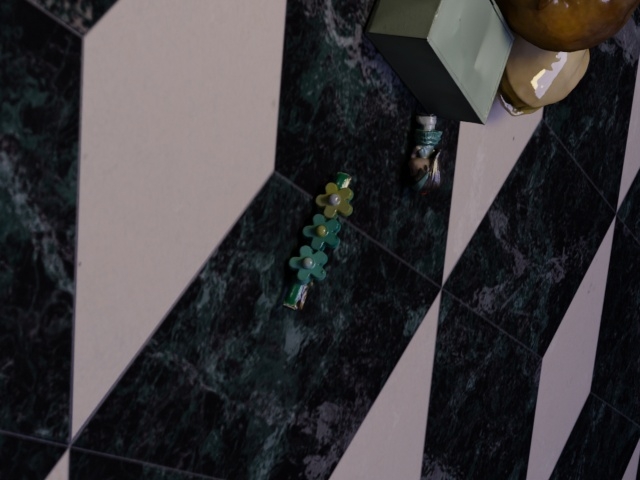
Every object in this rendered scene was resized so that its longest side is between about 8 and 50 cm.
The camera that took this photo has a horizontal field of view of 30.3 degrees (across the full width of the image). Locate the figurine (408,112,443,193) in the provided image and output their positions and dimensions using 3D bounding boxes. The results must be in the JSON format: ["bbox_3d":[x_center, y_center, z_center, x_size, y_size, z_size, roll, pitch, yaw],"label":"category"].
[{"bbox_3d":[0.136,-0.112,1.528,0.060,0.047,0.106,-121,-147,-83],"label":"figurine"}]

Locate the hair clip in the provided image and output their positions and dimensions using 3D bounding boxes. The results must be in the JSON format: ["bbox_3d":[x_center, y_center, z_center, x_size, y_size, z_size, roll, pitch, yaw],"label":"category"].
[{"bbox_3d":[0.001,0.000,1.346,0.049,0.049,0.173,36,72,-57],"label":"hair clip"}]

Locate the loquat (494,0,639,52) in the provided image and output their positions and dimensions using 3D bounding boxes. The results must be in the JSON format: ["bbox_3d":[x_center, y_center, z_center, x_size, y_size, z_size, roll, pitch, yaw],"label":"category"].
[{"bbox_3d":[0.313,-0.352,1.542,0.193,0.238,0.238,-36,156,20],"label":"loquat"}]

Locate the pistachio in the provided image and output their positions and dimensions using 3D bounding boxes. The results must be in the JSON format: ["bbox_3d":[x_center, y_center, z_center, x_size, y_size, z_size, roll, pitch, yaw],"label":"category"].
[{"bbox_3d":[0.308,-0.271,1.684,0.145,0.117,0.200,42,73,-17],"label":"pistachio"}]

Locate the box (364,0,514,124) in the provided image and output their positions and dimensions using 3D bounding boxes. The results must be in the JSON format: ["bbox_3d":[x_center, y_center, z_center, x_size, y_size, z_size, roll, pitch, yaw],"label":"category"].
[{"bbox_3d":[0.153,-0.253,1.456,0.225,0.086,0.129,40,67,-57],"label":"box"}]
